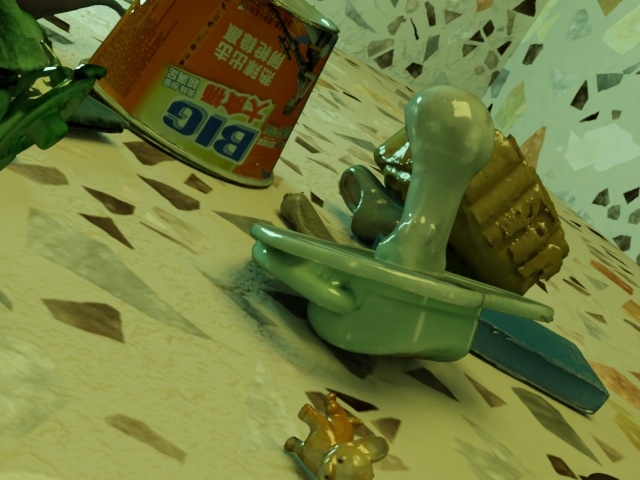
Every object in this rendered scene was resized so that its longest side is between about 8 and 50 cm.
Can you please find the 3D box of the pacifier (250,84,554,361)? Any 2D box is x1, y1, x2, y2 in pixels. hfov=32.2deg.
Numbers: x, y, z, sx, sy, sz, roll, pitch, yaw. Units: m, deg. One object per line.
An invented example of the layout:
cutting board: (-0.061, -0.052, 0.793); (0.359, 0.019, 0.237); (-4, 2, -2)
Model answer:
pacifier: (0.085, -0.021, 1.080); (0.288, 0.269, 0.343); (17, -1, 35)

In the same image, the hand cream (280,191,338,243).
hand cream: (0.000, 0.000, 1.283); (0.057, 0.037, 0.165); (17, 29, -48)

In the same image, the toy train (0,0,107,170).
toy train: (-0.249, -0.077, 0.613); (0.145, 0.202, 0.266); (53, 15, -1)

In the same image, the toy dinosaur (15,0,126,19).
toy dinosaur: (-0.391, -0.294, 1.299); (0.383, 0.129, 0.331); (28, 26, -25)

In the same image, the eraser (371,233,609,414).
eraser: (0.200, 0.102, 1.340); (0.311, 0.043, 0.144); (29, 14, -16)

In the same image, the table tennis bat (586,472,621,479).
table tennis bat: (0.361, 0.244, 1.080); (0.170, 0.119, 0.107); (35, 15, 11)

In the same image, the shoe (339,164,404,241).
shoe: (0.071, -0.021, 1.438); (0.078, 0.079, 0.195); (-19, 53, -26)

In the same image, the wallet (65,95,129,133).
wallet: (-0.268, -0.138, 1.147); (0.088, 0.026, 0.129); (35, 15, 22)

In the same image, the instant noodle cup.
instant noodle cup: (-0.124, -0.230, 1.376); (0.296, 0.214, 0.296); (32, 15, -10)

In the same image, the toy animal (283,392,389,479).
toy animal: (0.019, 0.152, 0.779); (0.083, 0.061, 0.081); (34, 13, 38)

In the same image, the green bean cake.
green bean cake: (0.193, -0.044, 1.444); (0.224, 0.131, 0.229); (58, -16, -26)
